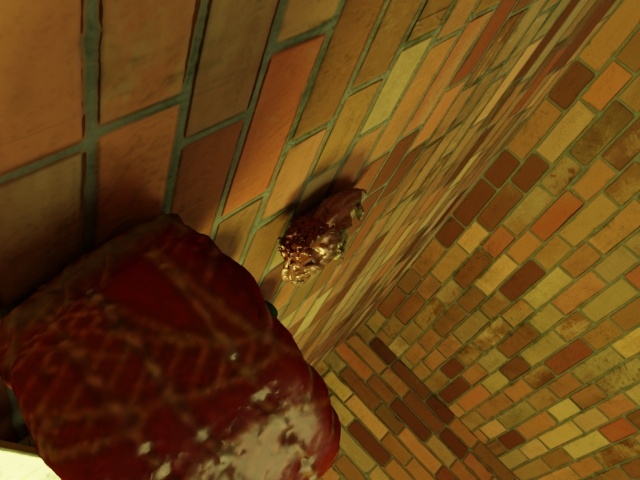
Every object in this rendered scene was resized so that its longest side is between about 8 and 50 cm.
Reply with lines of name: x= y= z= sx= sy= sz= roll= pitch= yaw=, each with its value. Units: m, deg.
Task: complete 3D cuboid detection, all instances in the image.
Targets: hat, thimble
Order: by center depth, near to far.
thimble: x=-0.152 y=0.163 z=0.635 sx=0.230 sy=0.350 sz=0.350 roll=-37 pitch=165 yaw=-23
hat: x=0.000 y=0.000 z=1.089 sx=0.237 sy=0.107 sz=0.286 roll=-57 pitch=170 yaw=7

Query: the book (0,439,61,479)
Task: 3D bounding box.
book: x=-0.420 y=0.296 z=0.639 sx=0.228 sy=0.018 sz=0.322 roll=-45 pitch=147 yaw=-4

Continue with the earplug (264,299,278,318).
earplug: x=-0.151 y=0.263 z=1.303 sx=0.163 sy=0.280 sz=0.257 roll=-11 pitch=-174 yaw=-34

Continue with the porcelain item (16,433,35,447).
porcelain item: x=-0.376 y=0.363 z=0.900 sx=0.253 sy=0.253 sz=0.253 roll=-43 pitch=167 yaw=-12
